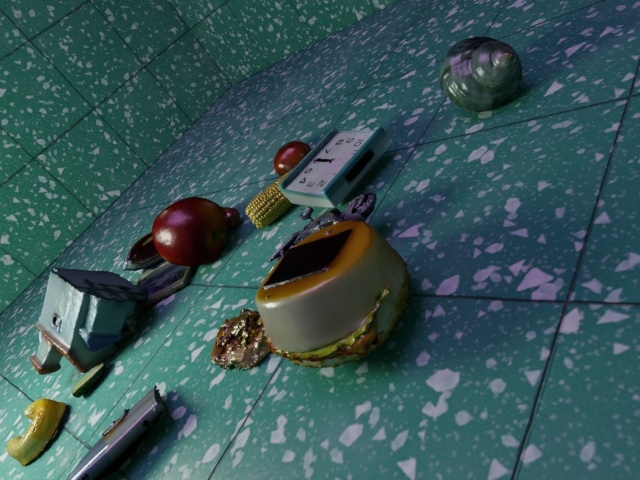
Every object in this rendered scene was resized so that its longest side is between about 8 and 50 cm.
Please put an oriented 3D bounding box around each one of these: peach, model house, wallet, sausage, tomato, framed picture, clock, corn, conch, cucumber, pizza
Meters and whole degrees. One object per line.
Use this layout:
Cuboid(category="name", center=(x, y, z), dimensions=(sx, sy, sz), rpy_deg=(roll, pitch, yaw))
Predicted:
Cuboid(category="peach", center=(-0.412, -0.034, 1.538), dimensions=(0.243, 0.200, 0.244), rpy_deg=(-7, 57, 10))
Cuboid(category="model house", center=(-0.713, 0.277, 1.488), dimensions=(0.294, 0.251, 0.330), rpy_deg=(22, 90, 33))
Cuboid(category="wallet", center=(-0.423, 0.422, 1.043), dimensions=(0.231, 0.069, 0.170), rpy_deg=(-44, 10, -16))
Cuboid(category="sausage", center=(-0.334, -0.079, 1.674), dimensions=(0.077, 0.077, 0.194), rpy_deg=(-50, 30, -20))
Cuboid(category="tomato", center=(-0.112, -0.311, 1.756), dimensions=(0.155, 0.069, 0.156), rpy_deg=(-29, 28, 17))
Cuboid(category="framed picture", center=(-0.537, 0.136, 1.649), dimensions=(0.314, 0.024, 0.232), rpy_deg=(-27, 29, 20))
Cuboid(category="clock", center=(0.046, -0.193, 1.362), dimensions=(0.231, 0.116, 0.262), rpy_deg=(15, 59, 51))
Cuboid(category="corn", center=(-0.118, -0.136, 1.480), dimensions=(0.244, 0.093, 0.093), rpy_deg=(-39, 28, -8))
Cuboid(category="conch", center=(0.406, -0.416, 1.210), dimensions=(0.220, 0.196, 0.277), rpy_deg=(-7, 5, 1))
Cuboid(category="cucumber", center=(-0.647, 0.396, 1.384), dimensions=(0.107, 0.035, 0.067), rpy_deg=(-44, 17, -20))
Cuboid(category="pizza", center=(-0.154, 0.202, 1.051), dimensions=(0.226, 0.069, 0.147), rpy_deg=(-11, 37, 42))

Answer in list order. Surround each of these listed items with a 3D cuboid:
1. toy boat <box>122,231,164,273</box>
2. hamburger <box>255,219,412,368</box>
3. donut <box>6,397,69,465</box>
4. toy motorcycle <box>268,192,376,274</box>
Cuboid(category="toy boat", center=(-0.613, 0.041, 1.793), dimensions=(0.262, 0.114, 0.115), rpy_deg=(-44, -12, -34))
Cuboid(category="hamburger", center=(0.024, 0.100, 0.875), dimensions=(0.275, 0.179, 0.294), rpy_deg=(-19, 25, 33))
Cuboid(category="donut", center=(-0.765, 0.504, 1.323), dimensions=(0.146, 0.078, 0.181), rpy_deg=(-26, 32, 28))
Cuboid(category="toy motorcycle", center=(0.000, 0.000, 1.100), dimensions=(0.307, 0.108, 0.173), rpy_deg=(-32, 24, 33))
